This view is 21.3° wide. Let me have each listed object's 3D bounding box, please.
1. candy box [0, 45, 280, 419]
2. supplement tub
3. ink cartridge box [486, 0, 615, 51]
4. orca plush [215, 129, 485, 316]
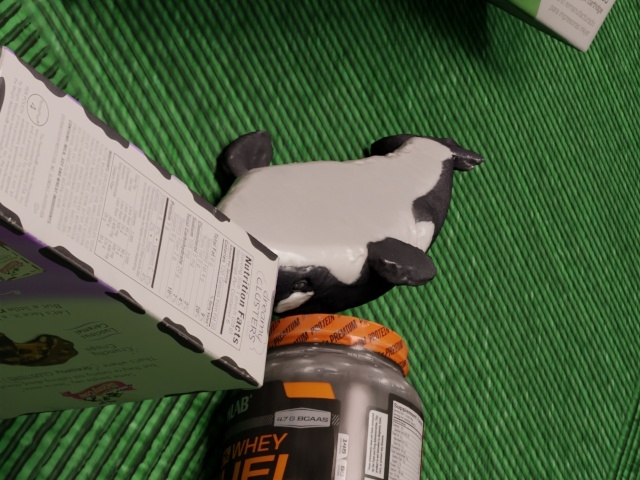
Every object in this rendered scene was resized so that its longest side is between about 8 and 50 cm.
[{"bbox_3d":[-0.140,0.008,0.746,0.196,0.165,0.070,39,50,-47],"label":"candy box"},{"bbox_3d":[-0.001,0.146,0.973,0.117,0.117,0.190,37,49,-47],"label":"supplement tub"},{"bbox_3d":[0.192,-0.313,1.305,0.201,0.117,0.278,20,102,-55],"label":"ink cartridge box"},{"bbox_3d":[0.000,0.000,1.090,0.151,0.102,0.287,27,27,4],"label":"orca plush"}]
